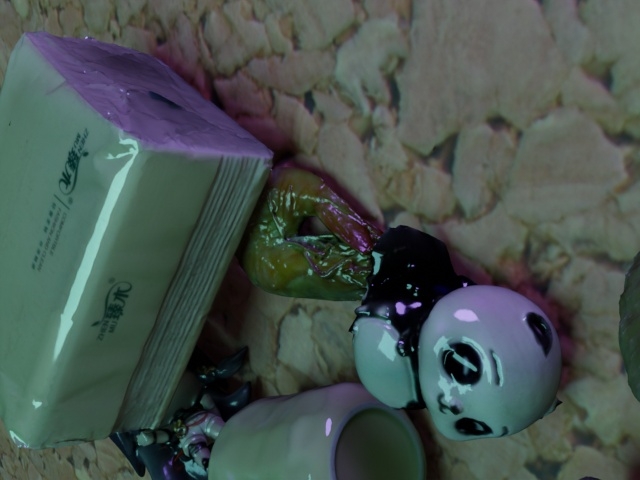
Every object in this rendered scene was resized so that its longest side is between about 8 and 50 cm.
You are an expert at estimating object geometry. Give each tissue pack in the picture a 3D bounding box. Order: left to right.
[{"bbox_3d":[-0.255,-0.006,0.987,0.297,0.207,0.380,40,116,40],"label":"tissue pack"}]

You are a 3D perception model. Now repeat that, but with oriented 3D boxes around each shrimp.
[{"bbox_3d":[0.000,0.000,0.916,0.267,0.061,0.145,16,109,44],"label":"shrimp"}]

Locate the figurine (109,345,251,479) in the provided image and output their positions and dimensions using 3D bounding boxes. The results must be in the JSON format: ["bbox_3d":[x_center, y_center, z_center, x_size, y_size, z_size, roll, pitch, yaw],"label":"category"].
[{"bbox_3d":[-0.180,0.232,1.126,0.265,0.175,0.197,51,142,29],"label":"figurine"}]

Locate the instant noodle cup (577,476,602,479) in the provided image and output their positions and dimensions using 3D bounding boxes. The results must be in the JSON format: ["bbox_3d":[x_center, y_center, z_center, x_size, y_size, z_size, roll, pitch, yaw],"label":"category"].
[{"bbox_3d":[0.280,0.298,0.642,0.178,0.235,0.234,-8,101,38],"label":"instant noodle cup"}]

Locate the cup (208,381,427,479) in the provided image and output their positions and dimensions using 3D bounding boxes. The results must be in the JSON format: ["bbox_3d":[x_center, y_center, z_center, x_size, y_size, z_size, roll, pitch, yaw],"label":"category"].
[{"bbox_3d":[-0.025,0.270,0.911,0.202,0.255,0.173,-22,111,50],"label":"cup"}]

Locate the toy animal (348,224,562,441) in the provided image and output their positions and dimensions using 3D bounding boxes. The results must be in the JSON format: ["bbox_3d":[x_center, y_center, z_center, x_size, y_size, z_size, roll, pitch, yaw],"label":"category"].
[{"bbox_3d":[0.119,0.091,0.768,0.179,0.138,0.166,27,141,42],"label":"toy animal"}]

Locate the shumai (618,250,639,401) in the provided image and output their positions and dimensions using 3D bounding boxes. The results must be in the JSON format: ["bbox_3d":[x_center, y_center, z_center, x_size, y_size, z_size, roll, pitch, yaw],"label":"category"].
[{"bbox_3d":[0.302,0.046,0.582,0.120,0.201,0.201,28,140,-17],"label":"shumai"}]
